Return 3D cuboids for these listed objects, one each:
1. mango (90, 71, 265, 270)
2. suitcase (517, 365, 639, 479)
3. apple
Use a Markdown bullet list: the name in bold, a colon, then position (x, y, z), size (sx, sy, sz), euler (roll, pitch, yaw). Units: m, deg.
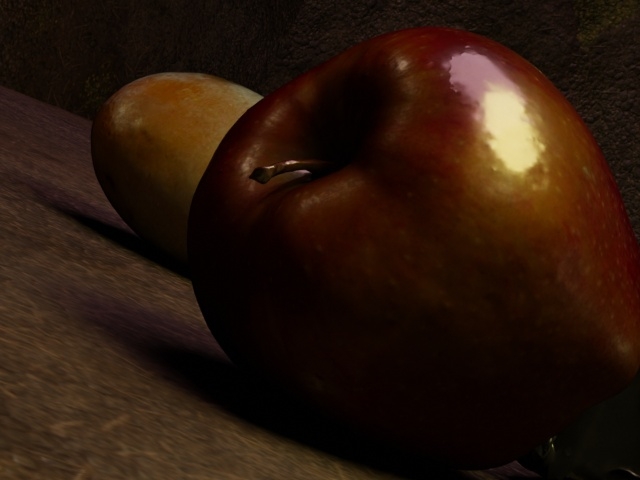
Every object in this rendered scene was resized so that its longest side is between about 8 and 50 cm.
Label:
- **mango**: position (-0.077, -0.041, 1.534), size (0.384, 0.199, 0.221), euler (40, 4, 25)
- **suitcase**: position (0.348, 0.169, 1.270), size (0.283, 0.194, 0.434), euler (26, 2, 27)
- **apple**: position (0.072, 0.006, 1.037), size (0.317, 0.288, 0.288), euler (38, -5, -33)
